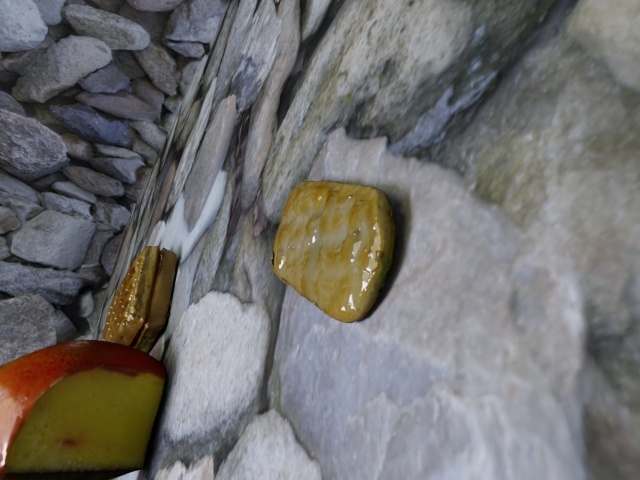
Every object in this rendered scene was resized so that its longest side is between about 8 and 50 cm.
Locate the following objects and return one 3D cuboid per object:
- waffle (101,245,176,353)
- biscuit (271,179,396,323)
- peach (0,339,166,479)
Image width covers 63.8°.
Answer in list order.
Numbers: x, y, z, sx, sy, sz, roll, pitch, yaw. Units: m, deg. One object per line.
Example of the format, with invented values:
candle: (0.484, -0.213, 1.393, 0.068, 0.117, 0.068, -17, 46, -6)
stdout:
waffle: (-0.442, 0.177, 1.227, 0.327, 0.098, 0.224, -48, 35, 43)
biscuit: (0.000, 0.000, 0.495, 0.247, 0.029, 0.118, 20, 92, 66)
peach: (-0.447, 0.297, 0.915, 0.380, 0.306, 0.242, 156, 122, -65)
